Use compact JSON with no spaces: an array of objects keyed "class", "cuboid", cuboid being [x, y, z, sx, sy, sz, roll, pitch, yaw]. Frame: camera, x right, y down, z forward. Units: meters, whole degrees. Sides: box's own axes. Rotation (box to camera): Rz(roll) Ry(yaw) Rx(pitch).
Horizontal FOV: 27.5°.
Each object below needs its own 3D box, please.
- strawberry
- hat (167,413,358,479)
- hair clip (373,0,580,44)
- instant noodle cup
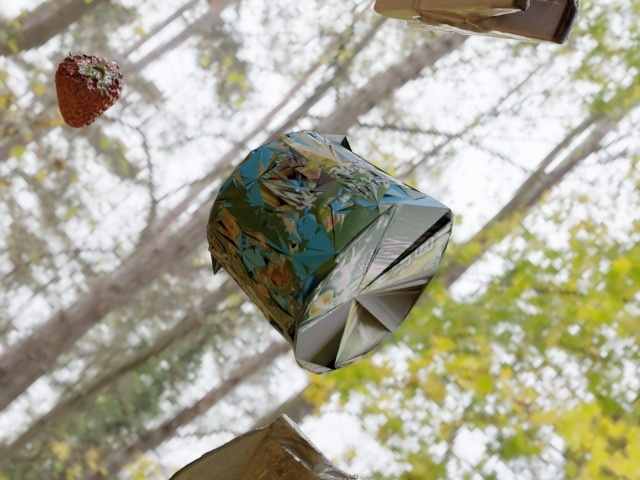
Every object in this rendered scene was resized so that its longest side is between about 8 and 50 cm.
[{"class":"strawberry","cuboid":[-0.252,-0.159,1.395,0.073,0.073,0.083,44,-50,10]},{"class":"hat","cuboid":[-0.082,0.347,1.766,0.149,0.245,0.214,48,-13,21]},{"class":"hair clip","cuboid":[0.202,-0.322,1.752,0.101,0.085,0.331,18,1,-33]},{"class":"instant noodle cup","cuboid":[0.000,0.000,1.399,0.178,0.240,0.240,42,-21,27]}]
